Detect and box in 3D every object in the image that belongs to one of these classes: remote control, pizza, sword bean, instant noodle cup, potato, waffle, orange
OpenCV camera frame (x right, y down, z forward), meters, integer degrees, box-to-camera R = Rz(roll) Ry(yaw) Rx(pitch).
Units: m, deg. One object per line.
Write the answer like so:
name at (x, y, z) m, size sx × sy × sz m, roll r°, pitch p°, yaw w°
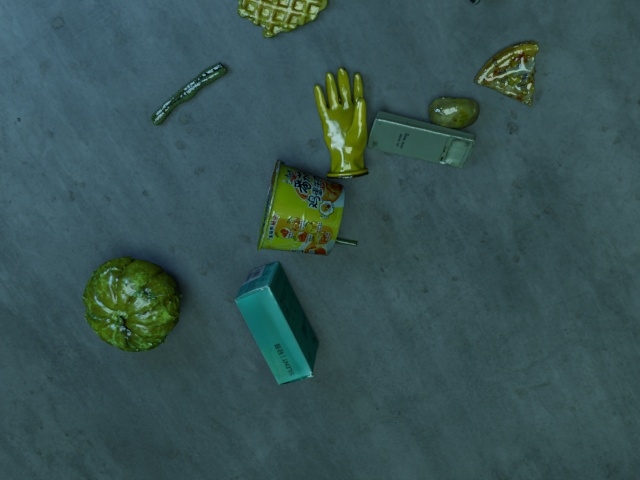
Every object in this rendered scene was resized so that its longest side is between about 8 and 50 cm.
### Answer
remote control at (0.276, -0.274, 1.941) m, size 0.285 × 0.038 × 0.123 m, roll 11°, pitch 143°, yaw 0°
pizza at (0.509, -0.424, 1.886) m, size 0.184 × 0.036 × 0.176 m, roll -21°, pitch 107°, yaw 13°
sword bean at (-0.372, -0.408, 1.977) m, size 0.269 × 0.038 × 0.043 m, roll -34°, pitch 78°, yaw 16°
instant noodle cup at (-0.053, -0.074, 1.963) m, size 0.200 × 0.264 × 0.264 m, roll 14°, pitch 111°, yaw -8°
potato at (0.359, -0.343, 1.910) m, size 0.138 × 0.070 × 0.091 m, roll 3°, pitch 129°, yaw 6°
waffle at (-0.106, -0.677, 1.845) m, size 0.291 × 0.051 × 0.291 m, roll 2°, pitch 113°, yaw 4°
orange at (-0.551, 0.192, 2.117) m, size 0.300 × 0.223 × 0.301 m, roll 9°, pitch 114°, yaw 14°

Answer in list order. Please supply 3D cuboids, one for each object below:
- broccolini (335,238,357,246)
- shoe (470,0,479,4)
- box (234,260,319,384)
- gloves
broccolini at (0.000, 0.001, 2.095) m, size 0.218 × 0.044 × 0.042 m, roll 9°, pitch 95°, yaw -3°
shoe at (0.355, -0.677, 1.794) m, size 0.099 × 0.071 × 0.169 m, roll -11°, pitch 105°, yaw 12°
box at (-0.123, 0.244, 2.101) m, size 0.118 × 0.205 × 0.311 m, roll -21°, pitch 107°, yaw 14°
gloves at (0.059, -0.323, 1.939) m, size 0.133 × 0.116 × 0.294 m, roll -6°, pitch 103°, yaw 0°
